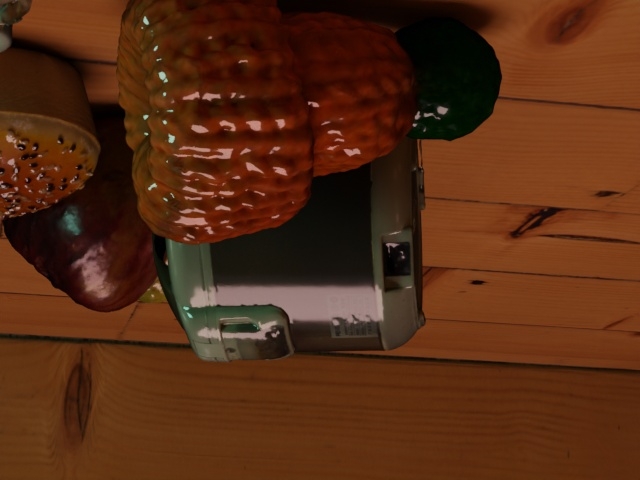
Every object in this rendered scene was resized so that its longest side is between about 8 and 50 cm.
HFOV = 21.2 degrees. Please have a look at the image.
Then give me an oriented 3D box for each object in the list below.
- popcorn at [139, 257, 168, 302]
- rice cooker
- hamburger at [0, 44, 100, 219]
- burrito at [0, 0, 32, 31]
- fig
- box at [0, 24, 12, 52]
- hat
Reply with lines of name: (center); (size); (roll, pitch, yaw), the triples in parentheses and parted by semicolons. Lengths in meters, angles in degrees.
popcorn: (-0.235, -0.012, 2.384); (0.233, 0.192, 0.266); (-9, 139, 45)
rice cooker: (-0.039, -0.014, 2.054); (0.325, 0.335, 0.335); (-2, 167, 5)
hamburger: (-0.404, -0.118, 1.978); (0.300, 0.176, 0.300); (0, 166, 0)
burrito: (-0.315, -0.260, 1.479); (0.060, 0.087, 0.226); (34, 165, 27)
fig: (-0.291, -0.038, 2.185); (0.224, 0.263, 0.224); (10, -150, -6)
box: (-0.541, -0.232, 1.636); (0.396, 0.111, 0.396); (12, 163, -38)
hat: (-0.001, -0.127, 1.716); (0.400, 0.285, 0.285); (0, 168, -10)
